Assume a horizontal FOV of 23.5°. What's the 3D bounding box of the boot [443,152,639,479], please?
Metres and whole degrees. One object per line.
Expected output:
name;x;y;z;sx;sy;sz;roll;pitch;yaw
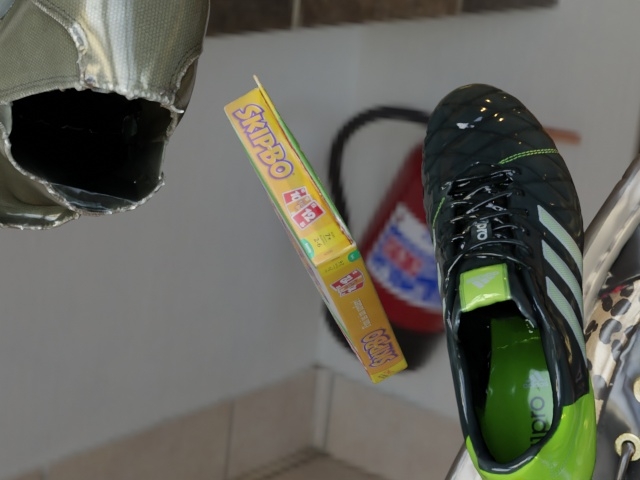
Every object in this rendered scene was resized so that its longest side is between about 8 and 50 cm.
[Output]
boot;0.259;0.095;0.863;0.284;0.377;0.138;32;-1;15

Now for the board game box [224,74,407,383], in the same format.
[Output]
board game box;0.000;0.000;1.002;0.039;0.259;0.124;-29;65;-4

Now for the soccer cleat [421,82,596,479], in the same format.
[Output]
soccer cleat;0.070;0.013;0.580;0.060;0.179;0.072;-15;-25;16

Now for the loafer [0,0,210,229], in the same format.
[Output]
loafer;-0.112;-0.050;0.638;0.094;0.087;0.251;8;-22;-18
